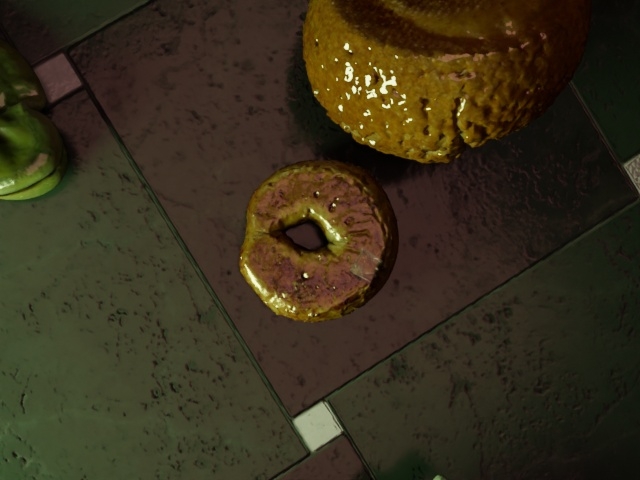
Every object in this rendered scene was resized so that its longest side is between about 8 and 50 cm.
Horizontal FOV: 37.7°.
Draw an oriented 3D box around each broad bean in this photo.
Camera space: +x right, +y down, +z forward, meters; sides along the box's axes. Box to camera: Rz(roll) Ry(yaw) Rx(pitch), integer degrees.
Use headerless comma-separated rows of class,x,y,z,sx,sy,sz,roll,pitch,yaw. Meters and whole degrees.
broad bean,-0.367,-0.132,1.029,0.153,0.072,0.207,-42,81,-8

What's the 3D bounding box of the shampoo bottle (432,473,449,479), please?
shampoo bottle,0.053,0.357,1.005,0.085,0.085,0.262,43,84,-3

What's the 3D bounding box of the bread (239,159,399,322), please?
bread,0.000,0.000,1.062,0.193,0.064,0.193,0,87,0

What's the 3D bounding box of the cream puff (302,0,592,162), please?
cream puff,0.128,-0.212,1.000,0.303,0.212,0.303,-2,57,3
